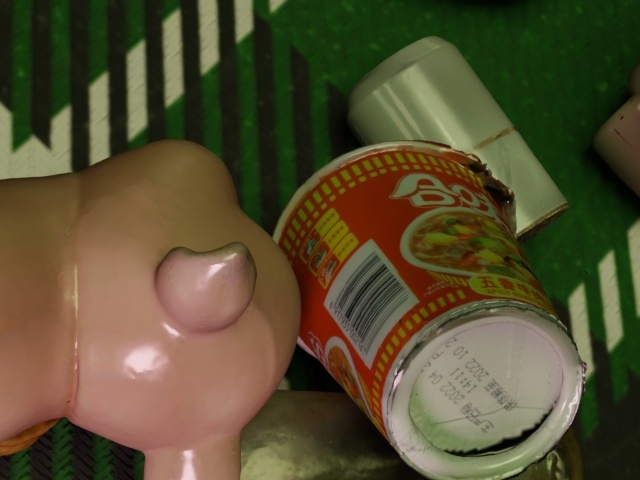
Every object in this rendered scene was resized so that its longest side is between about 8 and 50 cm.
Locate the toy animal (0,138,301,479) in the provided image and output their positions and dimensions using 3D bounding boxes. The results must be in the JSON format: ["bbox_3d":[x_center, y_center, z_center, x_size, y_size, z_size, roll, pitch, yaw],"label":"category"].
[{"bbox_3d":[-0.169,0.047,1.043,0.269,0.237,0.326,35,40,30],"label":"toy animal"}]

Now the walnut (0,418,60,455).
[{"bbox_3d":[-0.221,0.105,1.145,0.091,0.052,0.121,31,44,-1],"label":"walnut"}]

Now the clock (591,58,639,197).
[{"bbox_3d":[0.362,-0.174,1.270,0.284,0.309,0.114,-39,83,-23],"label":"clock"}]

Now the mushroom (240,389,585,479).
[{"bbox_3d":[0.044,0.157,1.194,0.312,0.081,0.100,0,64,-11],"label":"mushroom"}]

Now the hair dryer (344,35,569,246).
[{"bbox_3d":[0.000,0.000,1.232,0.357,0.107,0.173,-32,80,-17],"label":"hair dryer"}]

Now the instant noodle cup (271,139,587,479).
[{"bbox_3d":[0.079,0.053,1.092,0.193,0.212,0.193,-6,115,-13],"label":"instant noodle cup"}]

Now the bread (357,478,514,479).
[{"bbox_3d":[0.086,0.290,1.055,0.172,0.312,0.312,-14,75,-37],"label":"bread"}]
